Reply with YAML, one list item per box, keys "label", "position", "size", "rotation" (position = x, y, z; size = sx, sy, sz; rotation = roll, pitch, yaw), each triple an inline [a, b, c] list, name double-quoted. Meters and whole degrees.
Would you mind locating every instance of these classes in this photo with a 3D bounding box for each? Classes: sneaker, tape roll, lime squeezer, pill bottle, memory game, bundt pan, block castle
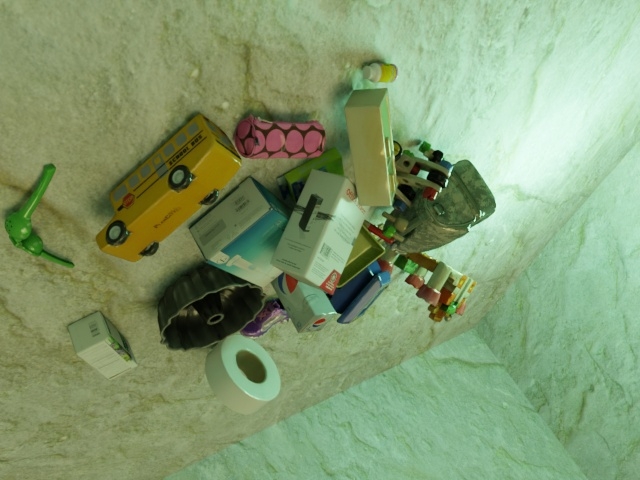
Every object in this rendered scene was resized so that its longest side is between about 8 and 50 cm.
- label: "sneaker"
  position: [-0.186, 0.266, 1.865]
  size: [0.236, 0.095, 0.105]
  rotation: [-24, 144, -27]
- label: "tape roll"
  position: [-0.284, 0.487, 1.902]
  size: [0.100, 0.286, 0.286]
  rotation: [-43, 150, 20]
- label: "lime squeezer"
  position: [-0.578, -0.021, 1.056]
  size: [0.110, 0.058, 0.310]
  rotation: [-50, 166, -41]
- label: "pill bottle"
  position: [0.138, -0.389, 1.203]
  size: [0.083, 0.043, 0.043]
  rotation: [-12, 146, -35]
- label: "memory game"
  position: [0.180, 0.002, 1.897]
  size: [0.186, 0.012, 0.186]
  rotation: [-25, 151, -15]
- label: "bundt pan"
  position: [-0.336, 0.187, 1.540]
  size: [0.330, 0.124, 0.331]
  rotation: [-26, 151, -15]
- label: "block castle"
  position: [0.417, 0.170, 2.066]
  size: [0.213, 0.303, 0.453]
  rotation: [-60, 148, 4]

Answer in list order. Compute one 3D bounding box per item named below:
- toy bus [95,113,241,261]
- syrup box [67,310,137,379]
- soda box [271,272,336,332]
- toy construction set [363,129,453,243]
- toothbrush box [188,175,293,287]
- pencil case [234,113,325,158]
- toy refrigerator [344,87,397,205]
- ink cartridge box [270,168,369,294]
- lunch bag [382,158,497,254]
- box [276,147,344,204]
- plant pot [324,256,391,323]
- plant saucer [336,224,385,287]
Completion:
- label: "toy bus"
  position: [-0.325, -0.102, 1.087]
  size: [0.332, 0.130, 0.108]
  rotation: [-39, 152, 10]
- label: "syrup box"
  position: [-0.612, 0.303, 1.471]
  size: [0.096, 0.093, 0.237]
  rotation: [-26, 151, -13]
- label: "soda box"
  position: [-0.074, 0.133, 1.550]
  size: [0.098, 0.286, 0.091]
  rotation: [4, 136, -46]
- label: "toy construction set"
  position: [0.191, -0.168, 1.470]
  size: [0.237, 0.257, 0.309]
  rotation: [29, 102, -11]
- label: "toothbrush box"
  position: [-0.169, -0.011, 1.396]
  size: [0.216, 0.126, 0.295]
  rotation: [-39, 151, 8]
- label: "pencil case"
  position: [-0.085, -0.234, 1.176]
  size: [0.209, 0.095, 0.098]
  rotation: [-10, 124, -40]
- label: "toy refrigerator"
  position: [0.132, -0.223, 1.265]
  size: [0.094, 0.102, 0.270]
  rotation: [2, 128, 18]
- label: "ink cartridge box"
  position: [0.007, -0.021, 1.355]
  size: [0.273, 0.114, 0.197]
  rotation: [-66, 152, -9]
- label: "lunch bag"
  position: [0.359, -0.084, 1.654]
  size: [0.256, 0.213, 0.305]
  rotation: [-25, 173, -28]
- label: "box"
  position: [-0.023, -0.166, 1.392]
  size: [0.178, 0.042, 0.109]
  rotation: [-29, 151, -8]
- label: "plant pot"
  position: [0.093, 0.133, 1.711]
  size: [0.236, 0.212, 0.236]
  rotation: [-51, 166, 11]
- label: "plant saucer"
  position: [0.071, 0.030, 1.534]
  size: [0.188, 0.045, 0.188]
  rotation: [-39, 132, 8]
